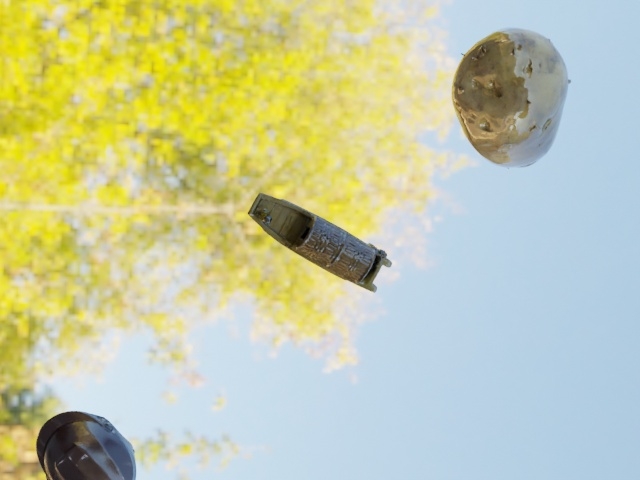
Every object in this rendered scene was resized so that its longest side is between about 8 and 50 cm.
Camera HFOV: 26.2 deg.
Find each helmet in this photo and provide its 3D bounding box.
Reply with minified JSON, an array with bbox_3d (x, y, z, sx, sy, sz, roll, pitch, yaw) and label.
[{"bbox_3d":[-0.259,0.254,1.537,0.098,0.123,0.070,-44,-151,6],"label":"helmet"}]

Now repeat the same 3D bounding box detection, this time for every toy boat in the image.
[{"bbox_3d":[0.000,0.000,1.961,0.068,0.226,0.088,-60,-165,-1],"label":"toy boat"}]

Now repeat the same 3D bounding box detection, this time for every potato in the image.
[{"bbox_3d":[0.241,-0.166,1.708,0.128,0.161,0.235,43,-28,31],"label":"potato"}]
